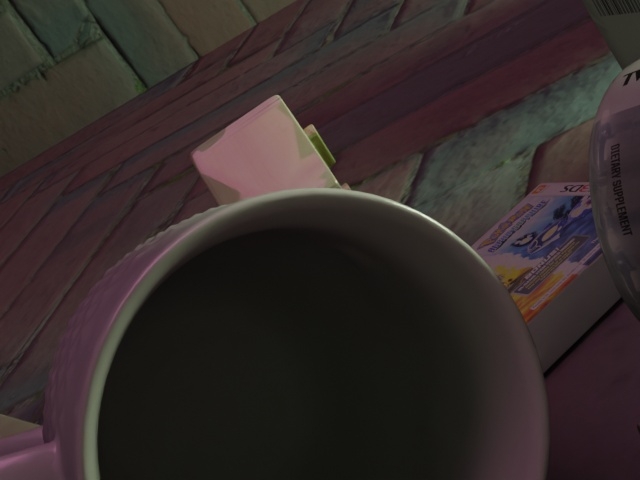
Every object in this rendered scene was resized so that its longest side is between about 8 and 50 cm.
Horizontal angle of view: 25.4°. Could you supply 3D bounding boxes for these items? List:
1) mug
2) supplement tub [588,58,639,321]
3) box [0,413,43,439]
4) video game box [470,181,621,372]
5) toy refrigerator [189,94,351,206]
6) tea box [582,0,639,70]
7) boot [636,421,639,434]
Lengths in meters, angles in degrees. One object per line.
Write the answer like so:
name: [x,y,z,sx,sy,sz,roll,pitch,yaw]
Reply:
mug: [-0.090,0.127,0.915,0.374,0.276,0.328,-14,1,-18]
supplement tub: [0.336,-0.050,0.779,0.338,0.207,0.207,-18,23,45]
box: [-0.246,0.233,1.270,0.094,0.113,0.275,-44,18,-24]
video game box: [0.175,0.027,1.149,0.205,0.048,0.187,-41,15,-20]
toy refrigerator: [0.000,0.000,1.170,0.094,0.269,0.102,-34,58,2]
tea box: [0.426,-0.248,1.121,0.323,0.220,0.329,-37,16,-12]
boot: [0.277,0.106,0.684,0.176,0.088,0.244,-36,25,-7]
